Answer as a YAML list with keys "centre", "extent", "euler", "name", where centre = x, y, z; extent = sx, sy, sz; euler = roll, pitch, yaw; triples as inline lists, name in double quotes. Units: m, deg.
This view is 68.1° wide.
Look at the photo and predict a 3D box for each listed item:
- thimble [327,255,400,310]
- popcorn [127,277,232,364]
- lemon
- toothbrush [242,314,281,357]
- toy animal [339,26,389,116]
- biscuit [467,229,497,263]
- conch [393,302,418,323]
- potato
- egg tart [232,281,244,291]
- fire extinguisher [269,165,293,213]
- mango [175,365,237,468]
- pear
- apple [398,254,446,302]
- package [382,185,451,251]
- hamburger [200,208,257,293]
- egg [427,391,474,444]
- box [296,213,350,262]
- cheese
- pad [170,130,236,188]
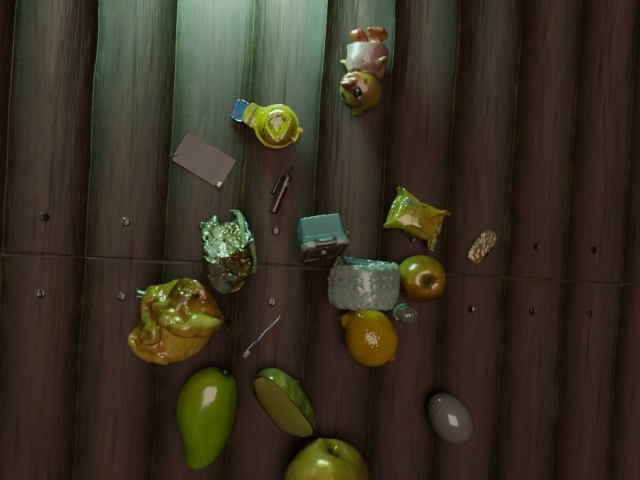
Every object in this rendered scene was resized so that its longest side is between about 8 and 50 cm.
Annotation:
- centre: [0.146, 0.143, 1.604]
  extent: [0.250, 0.205, 0.172]
  euler: [3, 92, -11]
  name: "thimble"
- centre: [-0.452, 0.230, 1.464]
  extent: [0.281, 0.297, 0.316]
  euler: [38, 118, -23]
  name: "popcorn"
- centre: [0.168, 0.329, 1.622]
  extent: [0.244, 0.187, 0.187]
  euler: [43, 84, -4]
  name: "lemon"
- centre: [-0.203, 0.332, 1.648]
  extent: [0.019, 0.013, 0.193]
  euler: [43, 85, -14]
  name: "toothbrush"
- centre: [0.145, -0.565, 1.621]
  extent: [0.169, 0.195, 0.281]
  euler: [21, 82, -49]
  name: "toy animal"
- centre: [0.606, 0.024, 1.773]
  extent: [0.071, 0.018, 0.147]
  euler: [39, 86, -5]
  name: "biscuit"
- centre: [0.310, 0.264, 1.712]
  extent: [0.085, 0.056, 0.076]
  euler: [-8, 80, -10]
  name: "conch"
- centre: [-0.114, 0.535, 1.615]
  extent: [0.272, 0.160, 0.111]
  euler: [52, 41, -9]
  name: "potato"
- centre: [-0.308, 0.127, 1.615]
  extent: [0.105, 0.039, 0.105]
  euler: [0, 93, -8]
  name: "egg tart"
- centre: [-0.139, -0.178, 1.643]
  extent: [0.049, 0.035, 0.173]
  euler: [22, 87, 29]
  name: "fire extinguisher"
- centre: [-0.380, 0.583, 1.552]
  extent: [0.192, 0.156, 0.343]
  euler: [9, 91, -8]
  name: "mango"
- centre: [0.022, 0.819, 1.556]
  extent: [0.314, 0.314, 0.314]
  euler: [0, 91, -9]
  name: "pear"
- centre: [0.355, 0.136, 1.664]
  extent: [0.182, 0.155, 0.183]
  euler: [0, 88, -10]
  name: "apple"
- centre: [0.344, -0.078, 1.691]
  extent: [0.226, 0.090, 0.168]
  euler: [24, 85, -7]
  name: "package"
- centre: [-0.294, 0.044, 1.531]
  extent: [0.167, 0.288, 0.192]
  euler: [-10, 125, -12]
  name: "hamburger"
- centre: [0.463, 0.635, 1.696]
  extent: [0.146, 0.146, 0.199]
  euler: [-30, 89, -8]
  name: "egg"
- centre: [0.000, 0.000, 1.577]
  extent: [0.162, 0.227, 0.130]
  euler: [-8, 76, -9]
  name: "box"
- centre: [-0.182, -0.405, 1.613]
  extent: [0.250, 0.064, 0.157]
  euler: [25, 86, 1]
  name: "cheese"
- centre: [-0.398, -0.274, 1.610]
  extent: [0.193, 0.004, 0.116]
  euler: [32, 86, -8]
  name: "pad"
